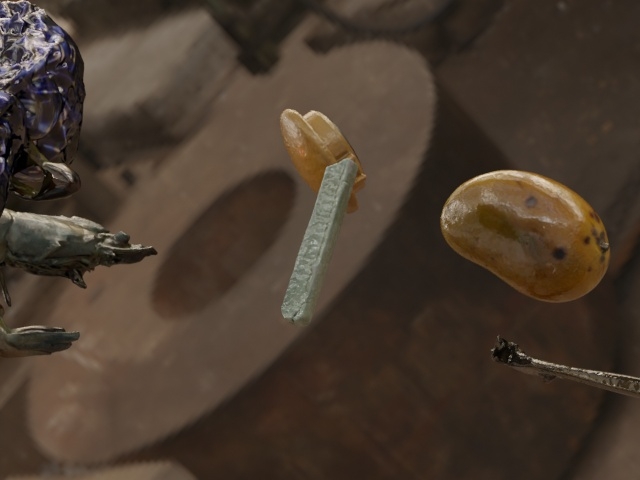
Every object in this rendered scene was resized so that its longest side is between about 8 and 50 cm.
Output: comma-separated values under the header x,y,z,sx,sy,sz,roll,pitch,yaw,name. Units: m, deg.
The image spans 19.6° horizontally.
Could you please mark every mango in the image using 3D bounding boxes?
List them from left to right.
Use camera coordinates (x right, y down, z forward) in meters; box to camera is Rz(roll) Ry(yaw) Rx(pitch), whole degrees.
x,y,z,sx,sy,sz,roll,pitch,yaw,name
0.202,-0.010,1.817,0.090,0.178,0.115,-17,-48,-51,mango

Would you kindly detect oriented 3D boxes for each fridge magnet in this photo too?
x,y,z,sx,sy,sz,roll,pitch,yaw,name
0.003,-0.095,2.135,0.063,0.143,0.143,-35,21,-7,fridge magnet

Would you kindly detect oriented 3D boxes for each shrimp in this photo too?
x,y,z,sx,sy,sz,roll,pitch,yaw,name
-0.330,0.051,2.121,0.075,0.289,0.178,-9,76,55,shrimp

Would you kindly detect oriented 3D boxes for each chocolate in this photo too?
x,y,z,sx,sy,sz,roll,pitch,yaw,name
-0.213,-0.062,1.109,0.126,0.148,0.343,-59,5,13,chocolate

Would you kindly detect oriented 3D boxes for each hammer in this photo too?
x,y,z,sx,sy,sz,roll,pitch,yaw,name
0.278,0.132,1.751,0.297,0.125,0.027,10,79,52,hammer

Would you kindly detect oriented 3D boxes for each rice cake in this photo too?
x,y,z,sx,sy,sz,roll,pitch,yaw,name
0.000,0.000,1.774,0.029,0.033,0.171,15,81,22,rice cake
